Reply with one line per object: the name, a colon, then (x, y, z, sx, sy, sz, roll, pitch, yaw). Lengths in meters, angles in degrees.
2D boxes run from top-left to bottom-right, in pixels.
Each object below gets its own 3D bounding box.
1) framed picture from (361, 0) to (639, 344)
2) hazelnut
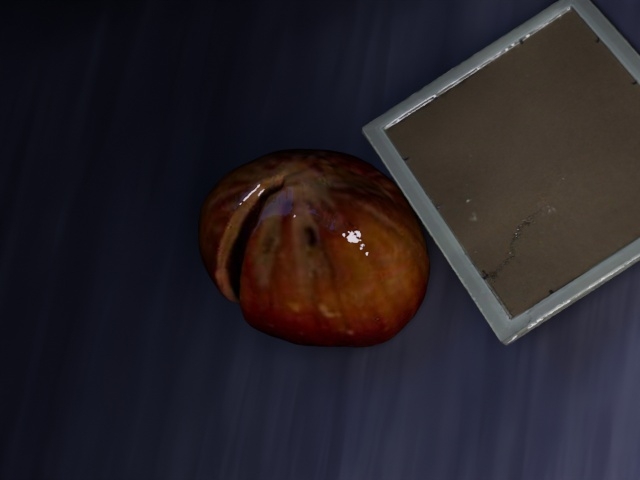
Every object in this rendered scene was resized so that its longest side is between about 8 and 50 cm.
framed picture: (0.184, -0.066, 1.514, 0.231, 0.018, 0.293, -32, 44, 3)
hazelnut: (0.000, 0.000, 1.574, 0.204, 0.178, 0.178, 38, 94, 32)
